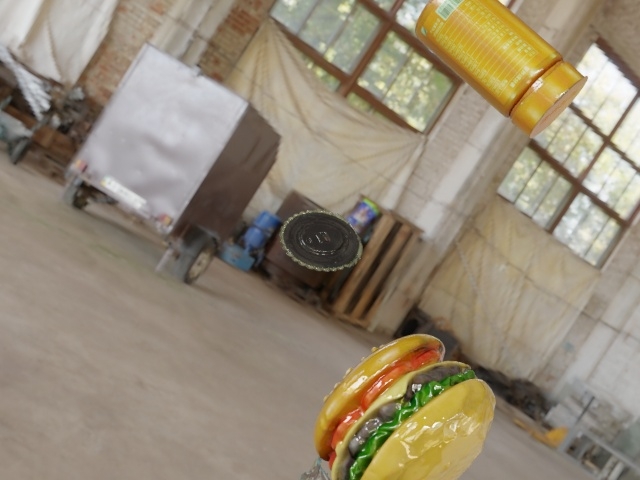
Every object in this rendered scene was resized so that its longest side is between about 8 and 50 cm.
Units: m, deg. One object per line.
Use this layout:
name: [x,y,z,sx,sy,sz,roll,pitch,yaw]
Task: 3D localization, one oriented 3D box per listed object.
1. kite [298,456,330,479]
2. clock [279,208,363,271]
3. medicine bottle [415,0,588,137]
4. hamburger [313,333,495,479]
kite: [-0.037,0.371,0.895,0.014,0.406,0.368,34,40,-17]
clock: [0.000,0.000,0.842,0.083,0.010,0.074,-12,57,-30]
medicine bottle: [0.209,-0.217,1.033,0.192,0.096,0.096,45,5,15]
hamburger: [0.071,0.158,0.750,0.115,0.162,0.162,45,8,29]
